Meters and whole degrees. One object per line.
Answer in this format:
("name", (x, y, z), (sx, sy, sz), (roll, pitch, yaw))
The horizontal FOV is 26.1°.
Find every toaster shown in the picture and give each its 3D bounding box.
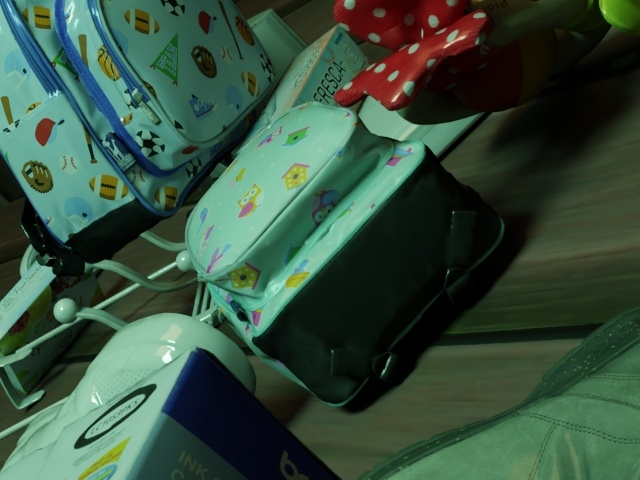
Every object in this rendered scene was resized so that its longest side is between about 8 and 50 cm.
("toaster", (-0.089, -0.166, 1.575), (0.185, 0.110, 0.168), (-50, 18, -22))

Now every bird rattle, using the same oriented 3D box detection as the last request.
("bird rattle", (0.120, -0.127, 0.901), (0.253, 0.143, 0.207), (-30, -14, -16))

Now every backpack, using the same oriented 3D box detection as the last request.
("backpack", (0.000, 0.000, 0.876), (0.166, 0.144, 0.188), (-50, 13, -4))
("backpack", (-0.188, -0.148, 1.186), (0.213, 0.263, 0.276), (-38, 9, 29))

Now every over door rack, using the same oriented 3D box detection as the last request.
("over door rack", (-0.217, 0.077, 1.270), (0.324, 0.108, 0.239), (-40, 15, 14))

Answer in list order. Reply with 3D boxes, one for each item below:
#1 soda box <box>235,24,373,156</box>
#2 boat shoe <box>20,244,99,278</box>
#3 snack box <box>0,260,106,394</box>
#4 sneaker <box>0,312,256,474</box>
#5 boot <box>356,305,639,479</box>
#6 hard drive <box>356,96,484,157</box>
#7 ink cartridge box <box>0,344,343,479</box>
("soda box", (-0.009, -0.113, 1.192), (0.063, 0.058, 0.183), (-34, 18, 32))
("boat shoe", (-0.303, 0.014, 1.729), (0.076, 0.083, 0.226), (-46, -1, 38))
("snack box", (-0.296, 0.080, 1.475), (0.037, 0.100, 0.141), (23, 59, 25))
("sneaker", (-0.156, 0.168, 0.913), (0.292, 0.108, 0.169), (-41, 14, 48))
("boot", (0.091, 0.103, 0.455), (0.246, 0.083, 0.161), (-37, 14, -14))
("hard drive", (0.077, -0.108, 1.149), (0.307, 0.040, 0.203), (-44, 16, -1))
("ink cartridge box", (-0.132, 0.223, 0.602), (0.270, 0.151, 0.395), (-33, 20, 31))
